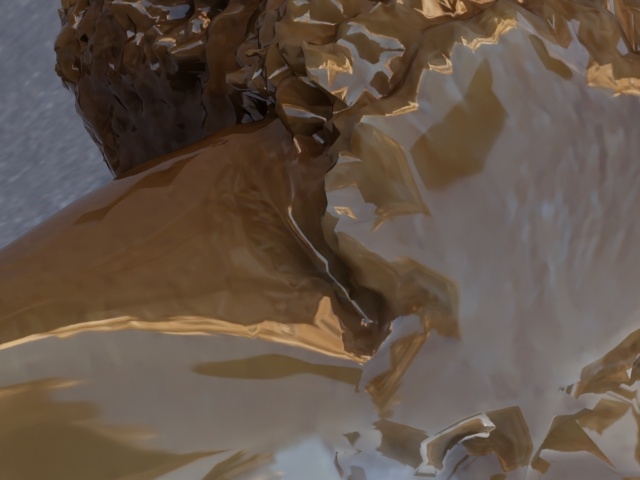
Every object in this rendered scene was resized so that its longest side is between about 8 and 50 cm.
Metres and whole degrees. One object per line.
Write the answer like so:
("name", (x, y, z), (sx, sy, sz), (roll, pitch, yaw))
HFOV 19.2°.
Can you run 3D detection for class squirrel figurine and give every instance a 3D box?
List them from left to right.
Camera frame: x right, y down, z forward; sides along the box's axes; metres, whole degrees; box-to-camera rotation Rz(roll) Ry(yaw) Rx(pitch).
("squirrel figurine", (-0.014, 0.063, 0.594), (0.281, 0.370, 0.397), (25, 86, -6))
